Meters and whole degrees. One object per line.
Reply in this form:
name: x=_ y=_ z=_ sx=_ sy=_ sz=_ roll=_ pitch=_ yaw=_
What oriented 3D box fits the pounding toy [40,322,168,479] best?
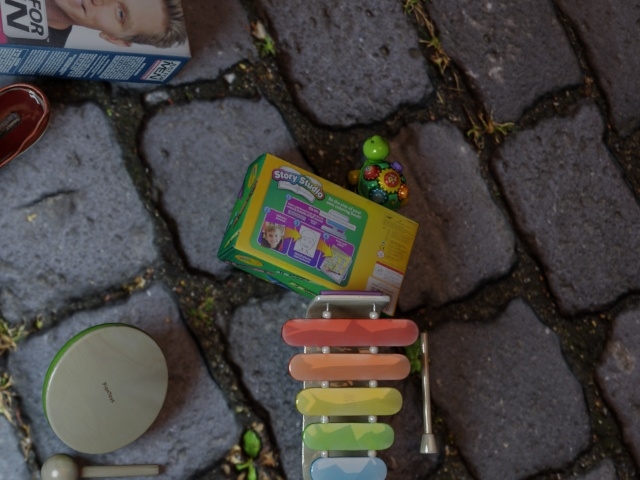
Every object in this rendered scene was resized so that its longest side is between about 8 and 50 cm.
pounding toy: x=-0.316 y=0.215 z=1.699 sx=0.183 sy=0.110 sz=0.236 roll=-5 pitch=107 yaw=-35

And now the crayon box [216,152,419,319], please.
crayon box: x=0.000 y=0.000 z=1.890 sx=0.278 sy=0.081 sz=0.165 roll=24 pitch=67 yaw=-16

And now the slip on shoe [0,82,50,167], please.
slip on shoe: x=-0.501 y=-0.108 z=1.695 sx=0.123 sy=0.101 sz=0.331 roll=47 pitch=64 yaw=-7

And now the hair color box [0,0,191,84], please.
hair color box: x=-0.374 y=-0.332 z=1.781 sx=0.347 sy=0.105 sz=0.173 roll=-1 pitch=72 yaw=-32

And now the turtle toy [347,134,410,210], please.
turtle toy: x=0.097 y=-0.103 z=1.970 sx=0.095 sy=0.066 sz=0.130 roll=-11 pitch=80 yaw=-26

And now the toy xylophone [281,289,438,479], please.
toy xylophone: x=0.066 y=0.227 z=1.817 sx=0.236 sy=0.081 sz=0.322 roll=-7 pitch=89 yaw=-13
